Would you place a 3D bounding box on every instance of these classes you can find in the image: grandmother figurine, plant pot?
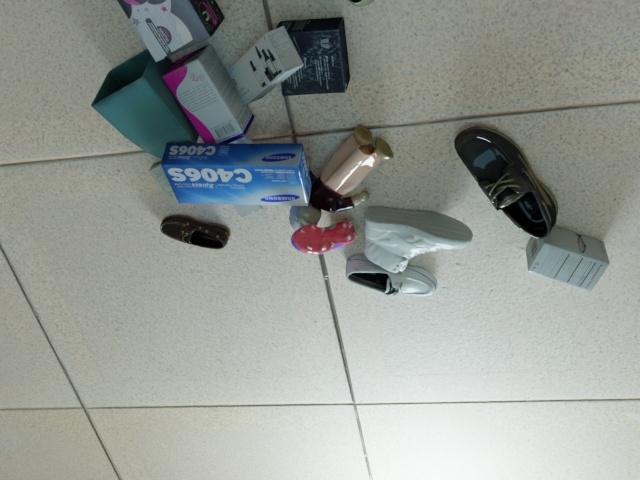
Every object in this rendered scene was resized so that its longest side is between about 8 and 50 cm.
[{"bbox_3d":[0.028,-0.147,1.941,0.208,0.104,0.342,38,121,-6],"label":"grandmother figurine"},{"bbox_3d":[-0.413,-0.328,1.855,0.166,0.165,0.234,-22,127,24],"label":"plant pot"}]

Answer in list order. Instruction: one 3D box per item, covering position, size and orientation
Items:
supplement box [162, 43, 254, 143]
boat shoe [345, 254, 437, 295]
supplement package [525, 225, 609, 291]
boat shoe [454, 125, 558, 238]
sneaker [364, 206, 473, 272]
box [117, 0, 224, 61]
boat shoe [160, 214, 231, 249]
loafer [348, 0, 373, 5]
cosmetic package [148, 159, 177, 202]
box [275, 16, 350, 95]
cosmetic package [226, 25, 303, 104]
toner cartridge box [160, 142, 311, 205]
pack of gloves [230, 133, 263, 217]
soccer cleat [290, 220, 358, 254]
[{"bbox_3d":[-0.275,-0.354,1.838,0.111,0.114,0.220,-18,121,23],"label":"supplement box"},{"bbox_3d":[0.200,0.114,2.097,0.268,0.088,0.096,19,126,-3],"label":"boat shoe"},{"bbox_3d":[0.649,0.042,1.955,0.179,0.105,0.105,17,126,-3],"label":"supplement package"},{"bbox_3d":[0.473,-0.142,1.841,0.355,0.130,0.132,39,122,-17],"label":"boat shoe"},{"bbox_3d":[0.260,0.012,2.012,0.293,0.108,0.169,12,128,14],"label":"sneaker"},{"bbox_3d":[-0.361,-0.563,1.687,0.163,0.142,0.247,-18,119,21],"label":"box"},{"bbox_3d":[-0.363,-0.021,2.115,0.207,0.073,0.073,8,127,6],"label":"boat shoe"},{"bbox_3d":[0.083,-0.630,1.589,0.102,0.092,0.268,-3,124,12],"label":"loafer"},{"bbox_3d":[-0.412,-0.168,2.038,0.060,0.041,0.115,-21,119,22],"label":"cosmetic package"},{"bbox_3d":[-0.019,-0.433,1.747,0.158,0.093,0.156,0,125,12],"label":"box"},{"bbox_3d":[-0.134,-0.401,1.720,0.239,0.060,0.098,-18,99,61],"label":"cosmetic package"},{"bbox_3d":[-0.207,-0.165,1.858,0.348,0.075,0.165,1,147,10],"label":"toner cartridge box"},{"bbox_3d":[-0.202,-0.186,1.999,0.195,0.046,0.232,-17,120,36],"label":"pack of gloves"},{"bbox_3d":[0.000,0.000,1.977,0.095,0.248,0.083,-31,79,40],"label":"soccer cleat"}]
